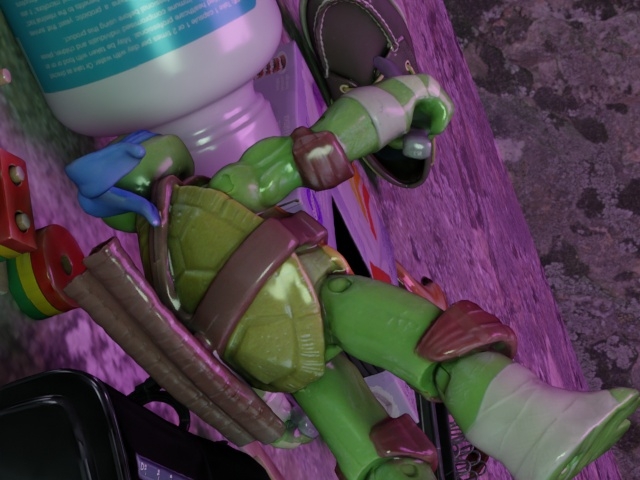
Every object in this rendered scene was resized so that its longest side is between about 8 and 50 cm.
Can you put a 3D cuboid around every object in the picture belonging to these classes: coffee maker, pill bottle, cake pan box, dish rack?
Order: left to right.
[{"bbox_3d":[-0.100,0.123,0.562,0.171,0.120,0.178,46,0,31],"label":"coffee maker"},{"bbox_3d":[-0.113,-0.160,0.712,0.146,0.146,0.264,-69,139,-65],"label":"pill bottle"},{"bbox_3d":[0.000,0.000,1.049,0.267,0.070,0.245,-92,157,-56],"label":"cake pan box"},{"bbox_3d":[0.123,0.234,1.235,0.271,0.074,0.208,58,22,-43],"label":"dish rack"}]

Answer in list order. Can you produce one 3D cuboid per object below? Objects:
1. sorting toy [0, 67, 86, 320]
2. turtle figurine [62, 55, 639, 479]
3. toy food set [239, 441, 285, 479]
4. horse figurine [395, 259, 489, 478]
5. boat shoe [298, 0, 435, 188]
[{"bbox_3d":[-0.179,-0.055,0.563,0.274,0.046,0.132,35,40,-65],"label":"sorting toy"},{"bbox_3d":[0.029,0.030,0.627,0.266,0.198,0.275,44,3,23],"label":"turtle figurine"},{"bbox_3d":[-0.041,0.213,0.784,0.132,0.039,0.192,65,11,-50],"label":"toy food set"},{"bbox_3d":[0.137,0.127,1.381,0.174,0.066,0.263,46,20,-79],"label":"horse figurine"},{"bbox_3d":[0.061,-0.172,1.390,0.305,0.109,0.091,59,16,-52],"label":"boat shoe"}]
